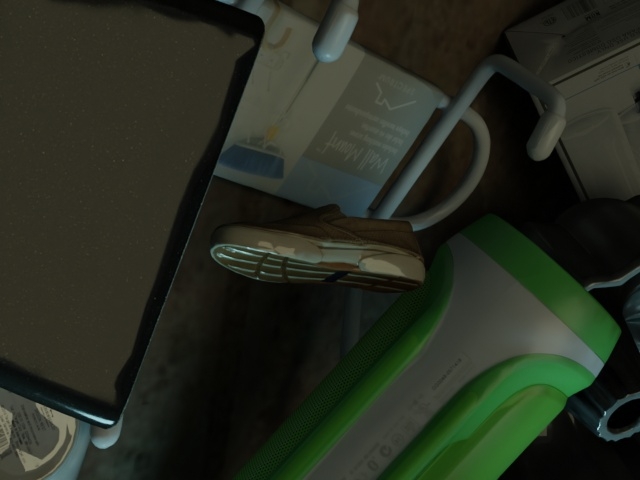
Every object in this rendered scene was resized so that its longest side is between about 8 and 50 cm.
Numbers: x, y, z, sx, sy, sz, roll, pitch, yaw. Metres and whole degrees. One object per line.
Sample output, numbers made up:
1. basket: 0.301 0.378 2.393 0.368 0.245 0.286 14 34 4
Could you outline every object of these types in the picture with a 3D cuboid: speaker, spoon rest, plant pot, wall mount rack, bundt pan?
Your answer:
1. speaker: 0.043 0.127 0.712 0.296 0.131 0.131 -47 132 2
2. spoon rest: -0.177 0.164 0.699 0.137 0.084 0.276 -24 106 -35
3. plant pot: -0.165 -0.048 0.515 0.167 0.187 0.188 22 88 -35
4. wall mount rack: -0.008 -0.012 0.745 0.350 0.130 0.304 18 112 -42
5. bundt pan: 0.212 0.096 0.918 0.331 0.124 0.331 -14 133 -15

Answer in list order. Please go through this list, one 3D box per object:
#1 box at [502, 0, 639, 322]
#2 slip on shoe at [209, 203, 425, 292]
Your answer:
1. box: 0.283 -0.078 0.948 0.169 0.087 0.290 -25 130 12
2. slip on shoe: 0.000 0.000 0.651 0.135 0.051 0.041 8 71 -28
